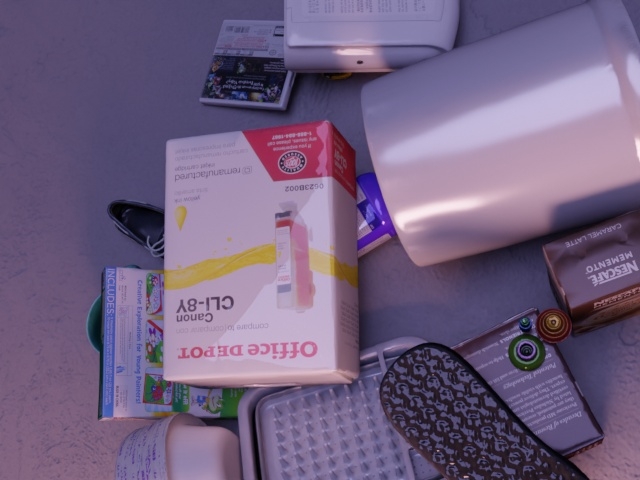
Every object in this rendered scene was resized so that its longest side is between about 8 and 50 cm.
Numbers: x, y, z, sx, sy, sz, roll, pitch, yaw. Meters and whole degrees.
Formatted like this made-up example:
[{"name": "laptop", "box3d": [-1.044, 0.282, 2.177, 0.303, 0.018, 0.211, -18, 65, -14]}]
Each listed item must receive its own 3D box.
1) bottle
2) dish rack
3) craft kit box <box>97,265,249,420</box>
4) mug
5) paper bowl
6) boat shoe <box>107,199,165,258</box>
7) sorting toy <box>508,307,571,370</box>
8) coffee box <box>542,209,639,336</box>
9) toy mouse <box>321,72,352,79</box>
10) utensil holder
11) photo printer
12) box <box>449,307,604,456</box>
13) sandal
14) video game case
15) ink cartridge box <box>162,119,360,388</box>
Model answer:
[{"name": "bottle", "box3d": [0.000, 0.000, 1.499, 0.282, 0.092, 0.118, -32, 65, 7]}, {"name": "dish rack", "box3d": [0.046, 0.306, 1.352, 0.332, 0.072, 0.286, -17, 44, 4]}, {"name": "craft kit box", "box3d": [-0.242, 0.173, 1.473, 0.246, 0.061, 0.250, 4, 72, -20]}, {"name": "mug", "box3d": [-0.325, 0.139, 1.560, 0.129, 0.097, 0.158, 32, 86, 23]}, {"name": "paper bowl", "box3d": [-0.177, 0.398, 1.340, 0.148, 0.284, 0.284, -23, 70, 10]}, {"name": "boat shoe", "box3d": [-0.274, -0.011, 1.595, 0.254, 0.079, 0.095, 29, 85, 22]}, {"name": "sorting toy", "box3d": [0.298, 0.130, 1.215, 0.102, 0.042, 0.061, -45, 68, -1]}, {"name": "coffee box", "box3d": [0.408, 0.056, 1.273, 0.141, 0.246, 0.098, -22, 69, 11]}, {"name": "toy mouse", "box3d": [0.053, -0.356, 1.614, 0.161, 0.031, 0.143, 12, 79, 20]}, {"name": "utensil holder", "box3d": [0.289, -0.157, 1.331, 0.385, 0.327, 0.328, -16, 71, 15]}, {"name": "photo printer", "box3d": [0.089, -0.419, 1.549, 0.307, 0.107, 0.256, -2, 70, 0]}, {"name": "box", "box3d": [0.293, 0.235, 1.301, 0.167, 0.168, 0.203, -27, 69, 7]}, {"name": "sandal", "box3d": [0.258, 0.318, 1.157, 0.167, 0.107, 0.446, -39, 79, 9]}, {"name": "video game case", "box3d": [-0.125, -0.331, 1.653, 0.190, 0.022, 0.173, 9, 78, 29]}, {"name": "ink cartridge box", "box3d": [-0.090, 0.031, 1.382, 0.279, 0.160, 0.385, -5, 77, 14]}]
